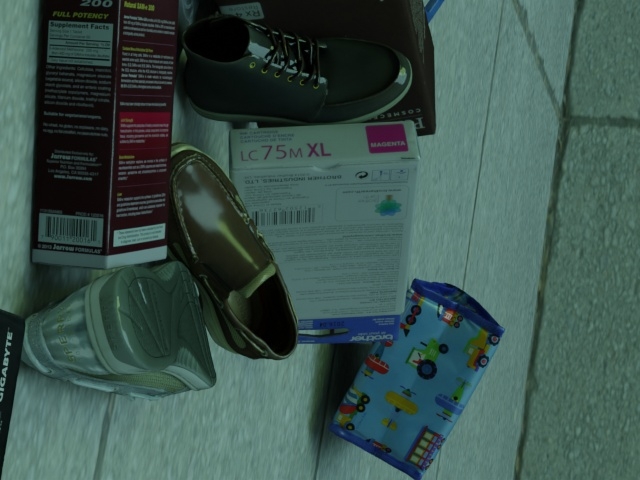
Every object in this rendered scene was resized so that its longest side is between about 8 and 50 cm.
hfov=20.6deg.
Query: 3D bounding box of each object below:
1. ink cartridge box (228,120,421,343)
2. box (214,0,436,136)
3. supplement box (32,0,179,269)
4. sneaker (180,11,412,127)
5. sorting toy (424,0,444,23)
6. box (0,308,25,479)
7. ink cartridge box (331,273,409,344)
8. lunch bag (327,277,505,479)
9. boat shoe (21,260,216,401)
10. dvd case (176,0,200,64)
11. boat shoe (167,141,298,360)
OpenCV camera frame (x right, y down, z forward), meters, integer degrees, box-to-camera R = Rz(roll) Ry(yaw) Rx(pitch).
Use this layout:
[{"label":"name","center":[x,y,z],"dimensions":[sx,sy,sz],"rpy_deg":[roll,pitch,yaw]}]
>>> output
[{"label":"ink cartridge box","center":[0.000,0.000,1.817],"dimensions":[0.311,0.186,0.065],"rpy_deg":[92,-6,-51]},{"label":"box","center":[-0.006,-0.263,1.768],"dimensions":[0.381,0.191,0.143],"rpy_deg":[70,16,-51]},{"label":"supplement box","center":[-0.179,-0.100,1.484],"dimensions":[0.130,0.073,0.239],"rpy_deg":[-10,105,-72]},{"label":"sneaker","center":[-0.023,-0.165,1.688],"dimensions":[0.118,0.222,0.083],"rpy_deg":[83,2,-69]},{"label":"sorting toy","center":[0.043,-0.194,2.130],"dimensions":[0.196,0.047,0.347],"rpy_deg":[32,83,-58]},{"label":"box","center":[-0.305,0.167,1.156],"dimensions":[0.293,0.073,0.295],"rpy_deg":[32,64,-69]},{"label":"ink cartridge box","center":[0.067,0.068,2.313],"dimensions":[0.150,0.063,0.109],"rpy_deg":[-22,116,-71]},{"label":"lunch bag","center":[0.131,0.168,2.321],"dimensions":[0.221,0.138,0.293],"rpy_deg":[-61,177,4]},{"label":"boat shoe","center":[-0.167,0.084,1.550],"dimensions":[0.320,0.103,0.118],"rpy_deg":[15,62,-79]},{"label":"dvd case","center":[-0.153,-0.270,1.618],"dimensions":[0.221,0.018,0.164],"rpy_deg":[70,30,-52]},{"label":"boat shoe","center":[-0.081,0.015,1.675],"dimensions":[0.095,0.095,0.257],"rpy_deg":[-46,135,-21]}]
